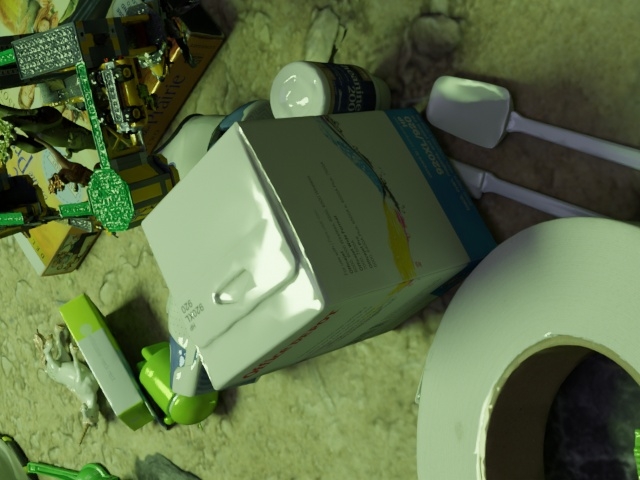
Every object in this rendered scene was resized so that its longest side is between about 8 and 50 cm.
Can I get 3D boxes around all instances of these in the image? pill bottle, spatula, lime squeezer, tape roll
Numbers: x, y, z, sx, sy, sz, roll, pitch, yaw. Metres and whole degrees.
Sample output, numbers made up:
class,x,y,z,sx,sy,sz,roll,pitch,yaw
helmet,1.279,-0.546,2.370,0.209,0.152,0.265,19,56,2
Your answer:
class,x,y,z,sx,sy,sz,roll,pitch,yaw
pill bottle,0.014,-0.134,0.857,0.067,0.120,0.067,6,99,37
spatula,0.186,-0.040,0.800,0.242,0.019,0.168,24,109,34
lime squeezer,-0.320,0.343,1.203,0.310,0.110,0.059,14,125,67
tape roll,0.208,0.175,0.681,0.392,0.072,0.392,-13,75,61

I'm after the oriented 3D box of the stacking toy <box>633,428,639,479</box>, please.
class,x,y,z,sx,sy,sz,roll,pitch,yaw
stacking toy,0.336,0.259,0.698,0.167,0.052,0.221,-8,90,38

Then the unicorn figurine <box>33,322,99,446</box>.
class,x,y,z,sx,sy,sz,roll,pitch,yaw
unicorn figurine,-0.330,0.182,1.217,0.162,0.060,0.111,30,123,47

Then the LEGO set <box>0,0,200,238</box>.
class,x,y,z,sx,sy,sz,roll,pitch,yaw
LEGO set,-0.232,-0.126,0.942,0.331,0.192,0.255,-13,98,40

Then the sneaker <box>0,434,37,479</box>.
class,x,y,z,sx,sy,sz,roll,pitch,yaw
sneaker,-0.437,0.447,1.273,0.384,0.147,0.145,41,117,26

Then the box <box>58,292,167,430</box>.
class,x,y,z,sx,sy,sz,roll,pitch,yaw
box,-0.255,0.161,1.122,0.178,0.042,0.109,56,169,18

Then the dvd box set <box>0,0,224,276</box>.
class,x,y,z,sx,sy,sz,roll,pitch,yaw
dvd box set,-0.321,-0.202,1.152,0.420,0.062,0.308,-49,66,31

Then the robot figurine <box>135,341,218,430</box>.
class,x,y,z,sx,sy,sz,roll,pitch,yaw
robot figurine,-0.168,0.171,1.075,0.115,0.067,0.101,40,119,27

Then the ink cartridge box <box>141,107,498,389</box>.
class,x,y,z,sx,sy,sz,roll,pitch,yaw
ink cartridge box,0.000,0.000,0.804,0.171,0.232,0.168,-40,71,41

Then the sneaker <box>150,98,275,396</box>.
class,x,y,z,sx,sy,sz,roll,pitch,yaw
sneaker,-0.129,-0.002,0.999,0.182,0.127,0.316,13,97,40
